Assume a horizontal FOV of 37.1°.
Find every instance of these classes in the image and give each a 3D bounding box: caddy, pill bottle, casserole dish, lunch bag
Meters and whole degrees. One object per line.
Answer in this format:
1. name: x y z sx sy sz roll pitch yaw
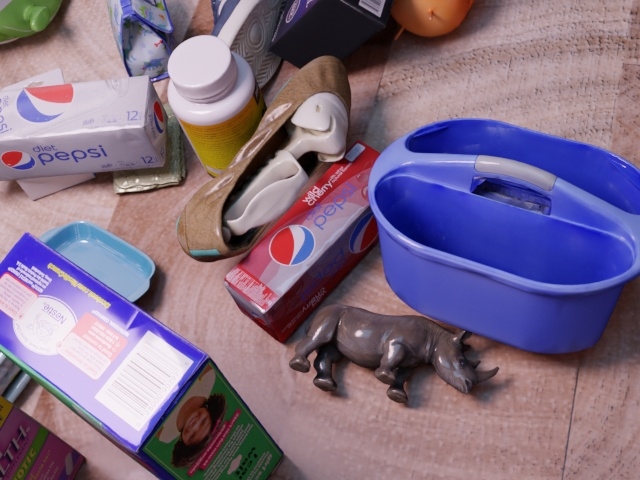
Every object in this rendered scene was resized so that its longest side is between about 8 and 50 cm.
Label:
1. caddy: 0.222 -0.024 1.115 0.341 0.179 0.241 18 52 21
2. pill bottle: -0.132 -0.174 1.282 0.117 0.215 0.117 -5 61 9
3. casserole dish: -0.307 0.042 1.292 0.188 0.037 0.114 28 53 25
4. lunch bag: -0.274 -0.332 1.439 0.096 0.151 0.129 -20 58 1

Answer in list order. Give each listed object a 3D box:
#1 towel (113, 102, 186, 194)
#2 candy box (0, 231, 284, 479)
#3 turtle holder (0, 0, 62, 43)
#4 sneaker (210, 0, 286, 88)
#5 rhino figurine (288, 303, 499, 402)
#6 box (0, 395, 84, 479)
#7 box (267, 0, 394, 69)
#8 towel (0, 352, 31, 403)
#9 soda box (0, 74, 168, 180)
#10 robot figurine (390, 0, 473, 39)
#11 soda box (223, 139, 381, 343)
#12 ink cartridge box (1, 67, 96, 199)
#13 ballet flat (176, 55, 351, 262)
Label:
1. towel: -0.252 -0.137 1.398 0.110 0.027 0.148 -10 60 6
2. candy box: -0.203 0.164 1.051 0.268 0.317 0.122 30 73 26
3. turtle holder: -0.537 -0.461 1.521 0.227 0.243 0.320 -7 68 28
4. sneaker: -0.126 -0.355 1.445 0.148 0.131 0.350 7 57 24
5. rhino figurine: 0.092 0.133 1.145 0.243 0.073 0.106 8 53 13
6. box: -0.407 0.285 1.072 0.117 0.243 0.214 17 65 21
7. box: 0.039 -0.390 1.377 0.103 0.184 0.261 26 63 -18
8. towel: -0.552 0.168 1.262 0.320 0.090 0.374 25 69 26
9. soda box: -0.362 -0.152 1.320 0.286 0.098 0.091 -5 60 8
10. robot figurine: 0.173 -0.389 1.386 0.158 0.128 0.219 17 66 20
11. soda box: 0.000 0.000 1.227 0.083 0.092 0.263 36 73 29
12. ink cartridge box: -0.407 -0.161 1.425 0.104 0.060 0.180 -20 59 0
13. ballet flat: -0.044 -0.102 1.218 0.342 0.116 0.124 -48 33 -19
